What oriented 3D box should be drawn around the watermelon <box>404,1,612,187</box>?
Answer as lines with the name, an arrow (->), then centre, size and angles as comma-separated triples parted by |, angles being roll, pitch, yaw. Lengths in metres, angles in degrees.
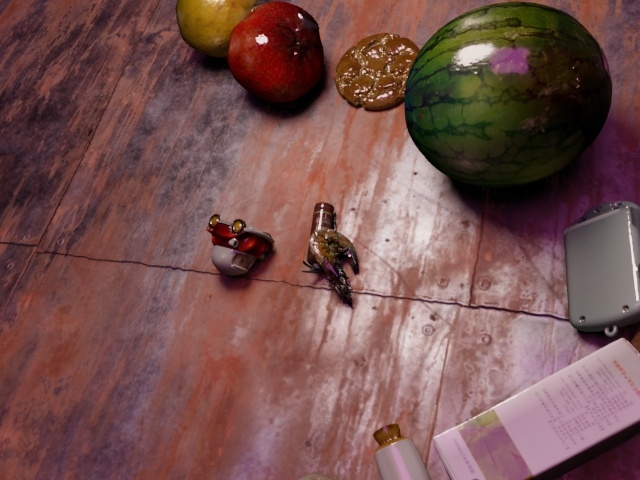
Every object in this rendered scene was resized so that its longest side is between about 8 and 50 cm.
watermelon -> 0.329, -0.257, 1.100 | 0.363, 0.363, 0.363 | -8, 59, 13

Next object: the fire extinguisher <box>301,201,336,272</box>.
fire extinguisher -> 0.000, 0.000, 1.224 | 0.064, 0.043, 0.158 | 19, 61, -20

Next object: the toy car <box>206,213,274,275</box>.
toy car -> -0.178, 0.016, 1.243 | 0.139, 0.112, 0.112 | 14, 82, 35

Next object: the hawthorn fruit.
hawthorn fruit -> -0.128, -0.445, 1.430 | 0.266, 0.210, 0.230 | 12, 74, 36

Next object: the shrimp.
shrimp -> 0.040, 0.045, 1.171 | 0.091, 0.034, 0.161 | -19, 74, -24

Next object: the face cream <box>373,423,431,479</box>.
face cream -> 0.137, 0.381, 0.954 | 0.072, 0.051, 0.182 | -26, 58, 3

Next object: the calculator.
calculator -> 0.474, 0.044, 1.009 | 0.141, 0.045, 0.246 | -31, 42, 49

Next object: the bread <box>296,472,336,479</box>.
bread -> -0.046, 0.461, 0.935 | 0.337, 0.102, 0.183 | -11, 59, 10

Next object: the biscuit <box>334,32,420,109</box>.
biscuit -> 0.135, -0.399, 1.414 | 0.226, 0.042, 0.226 | -7, 60, 13

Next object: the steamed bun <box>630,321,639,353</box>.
steamed bun -> 0.559, 0.181, 0.906 | 0.175, 0.106, 0.145 | 26, 71, 26

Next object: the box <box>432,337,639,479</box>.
box -> 0.322, 0.278, 0.867 | 0.299, 0.200, 0.106 | -29, 58, -1

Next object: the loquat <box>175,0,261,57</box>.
loquat -> -0.237, -0.564, 1.520 | 0.246, 0.213, 0.213 | 5, 62, 26
